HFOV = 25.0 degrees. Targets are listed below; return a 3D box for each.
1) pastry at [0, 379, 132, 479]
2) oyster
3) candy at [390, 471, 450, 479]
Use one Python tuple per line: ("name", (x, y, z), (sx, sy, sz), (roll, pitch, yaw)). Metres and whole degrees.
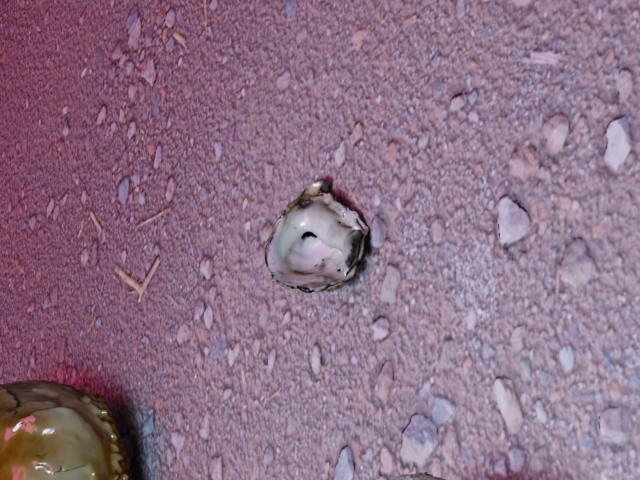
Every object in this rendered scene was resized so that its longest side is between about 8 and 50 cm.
("pastry", (-0.441, 0.404, 2.271), (0.409, 0.245, 0.410), (-17, 69, 55))
("oyster", (0.000, 0.000, 1.877), (0.163, 0.081, 0.191), (-6, 58, 33))
("candy", (0.129, 0.374, 1.434), (0.295, 0.185, 0.296), (6, 98, 48))
